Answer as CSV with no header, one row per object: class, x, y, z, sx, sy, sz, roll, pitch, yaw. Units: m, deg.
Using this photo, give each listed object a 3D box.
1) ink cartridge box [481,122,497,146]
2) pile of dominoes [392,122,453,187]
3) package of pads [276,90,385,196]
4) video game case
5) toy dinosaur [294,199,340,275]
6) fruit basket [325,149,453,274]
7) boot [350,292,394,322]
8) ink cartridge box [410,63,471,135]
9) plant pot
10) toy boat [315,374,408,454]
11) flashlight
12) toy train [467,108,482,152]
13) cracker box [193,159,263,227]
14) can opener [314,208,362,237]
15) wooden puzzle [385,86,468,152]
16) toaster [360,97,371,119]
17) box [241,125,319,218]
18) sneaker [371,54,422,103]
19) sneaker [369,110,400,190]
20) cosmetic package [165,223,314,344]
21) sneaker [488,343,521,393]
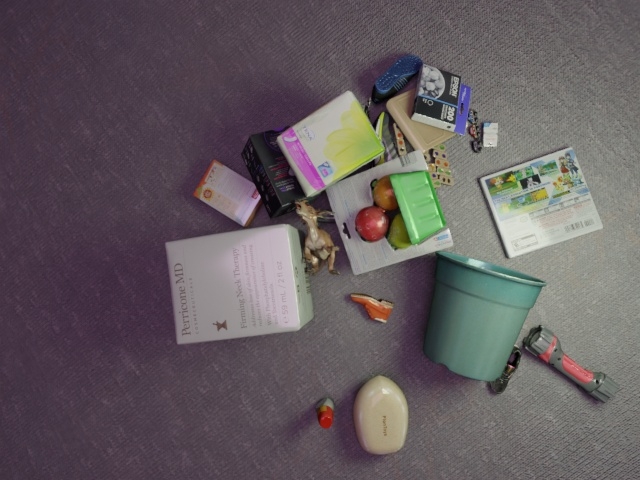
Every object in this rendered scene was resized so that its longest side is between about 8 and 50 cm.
ink cartridge box,0.600,-0.372,1.545,0.048,0.028,0.084,3,87,6
pile of dominoes,0.370,-0.302,1.522,0.195,0.040,0.252,-9,85,-19
package of pads,0.029,-0.312,1.410,0.296,0.101,0.229,-29,89,12
video game case,0.761,-0.130,1.512,0.328,0.036,0.300,-19,85,6
toy dinosaur,0.000,0.000,1.502,0.126,0.296,0.201,-8,54,3
fruit basket,0.222,-0.085,1.448,0.352,0.165,0.328,-20,89,29
boot,0.174,0.238,1.545,0.157,0.059,0.085,19,94,6
ink cartridge box,0.431,-0.490,1.516,0.208,0.045,0.207,15,74,-8
plant pot,0.494,0.240,1.390,0.340,0.341,0.335,14,96,7
toy boat,0.141,0.592,1.498,0.317,0.148,0.268,2,92,-1
flashlight,0.832,0.407,1.442,0.304,0.103,0.103,35,88,8
toy train,0.550,-0.390,1.554,0.036,0.027,0.159,-8,87,16
cracker box,-0.332,-0.173,1.615,0.232,0.067,0.156,32,91,8
can opener,0.077,-0.068,1.561,0.279,0.074,0.093,9,87,6
wooden puzzle,0.375,-0.439,1.540,0.238,0.044,0.221,-31,83,-19
toaster,0.112,-0.388,1.528,0.110,0.168,0.186,12,89,8
box,-0.142,-0.239,1.533,0.165,0.143,0.271,-21,83,-27
sneaker,0.270,-0.582,1.573,0.232,0.090,0.081,-38,82,-18
sneaker,0.239,-0.309,1.555,0.121,0.111,0.301,-1,90,-8
cosmetic package,-0.249,0.143,1.459,0.392,0.327,0.330,-9,86,7
sneaker,0.626,0.434,1.474,0.071,0.077,0.179,19,90,8
